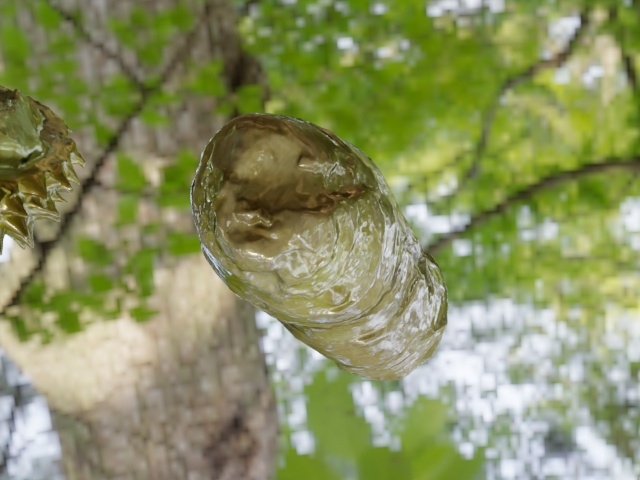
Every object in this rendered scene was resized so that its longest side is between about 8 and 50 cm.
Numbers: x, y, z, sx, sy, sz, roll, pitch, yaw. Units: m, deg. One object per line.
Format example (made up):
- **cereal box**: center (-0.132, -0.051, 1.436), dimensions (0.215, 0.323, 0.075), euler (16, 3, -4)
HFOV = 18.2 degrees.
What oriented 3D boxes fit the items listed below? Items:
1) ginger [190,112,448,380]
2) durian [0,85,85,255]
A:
- **ginger**: center (0.000, 0.000, 1.132), dimensions (0.116, 0.263, 0.109), euler (17, -102, 25)
- **durian**: center (-0.263, -0.058, 1.373), dimensions (0.172, 0.166, 0.306), euler (-27, -156, 5)
